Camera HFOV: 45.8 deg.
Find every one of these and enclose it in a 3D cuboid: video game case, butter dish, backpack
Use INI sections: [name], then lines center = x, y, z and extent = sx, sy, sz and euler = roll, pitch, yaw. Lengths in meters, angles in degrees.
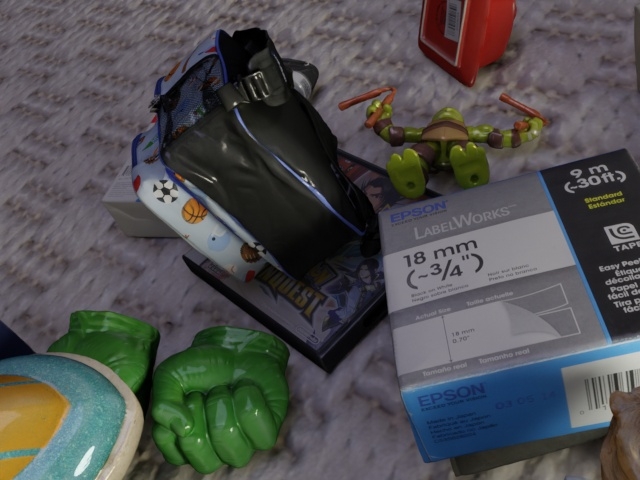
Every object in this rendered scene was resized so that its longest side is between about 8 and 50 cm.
[video game case]
center = 0.000, 0.000, 0.919
extent = 0.248, 0.035, 0.275
euler = -43, 46, -18
[butter dish]
center = 0.221, -0.318, 1.062
extent = 0.118, 0.160, 0.160
euler = -12, 39, -20
[backpack]
center = -0.083, -0.102, 0.864
extent = 0.213, 0.276, 0.263
euler = -28, 39, 16

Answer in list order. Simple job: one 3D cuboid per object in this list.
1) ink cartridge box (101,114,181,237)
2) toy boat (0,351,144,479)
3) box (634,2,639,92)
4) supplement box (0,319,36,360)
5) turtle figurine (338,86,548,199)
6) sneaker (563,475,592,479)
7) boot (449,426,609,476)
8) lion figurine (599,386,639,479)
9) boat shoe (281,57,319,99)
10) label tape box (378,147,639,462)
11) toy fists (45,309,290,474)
[ink cartridge box]
center = -0.195, -0.114, 1.087
extent = 0.134, 0.078, 0.231
euler = 2, 50, 26
[toy boat]
center = -0.265, 0.226, 0.605
extent = 0.267, 0.148, 0.318
euler = -24, 51, -1
[box]
center = 0.486, -0.211, 0.828
extent = 0.232, 0.127, 0.148
euler = -16, 44, 10
[supplement box]
center = -0.556, 0.137, 0.913
extent = 0.357, 0.195, 0.194
euler = 6, 51, 34
[turtle figurine]
center = 0.138, -0.117, 0.920
extent = 0.270, 0.087, 0.217
euler = 8, 28, 10
[sneaker]
center = 0.239, 0.300, 0.484
extent = 0.169, 0.108, 0.292
euler = -3, 52, 14
[boot]
center = 0.211, 0.163, 0.638
extent = 0.208, 0.076, 0.189
euler = -12, 31, 5
[lion figurine]
center = 0.346, 0.234, 0.429
extent = 0.392, 0.142, 0.240
euler = 28, 26, -5
[boat shoe]
center = -0.106, -0.260, 1.189
extent = 0.228, 0.080, 0.076
euler = 8, 47, 29
[label tape box]
center = 0.180, 0.015, 0.695
extent = 0.241, 0.106, 0.333
euler = -15, 38, 11
[toy fists]
center = -0.170, 0.155, 0.782
extent = 0.279, 0.096, 0.142
euler = 6, 58, 10
